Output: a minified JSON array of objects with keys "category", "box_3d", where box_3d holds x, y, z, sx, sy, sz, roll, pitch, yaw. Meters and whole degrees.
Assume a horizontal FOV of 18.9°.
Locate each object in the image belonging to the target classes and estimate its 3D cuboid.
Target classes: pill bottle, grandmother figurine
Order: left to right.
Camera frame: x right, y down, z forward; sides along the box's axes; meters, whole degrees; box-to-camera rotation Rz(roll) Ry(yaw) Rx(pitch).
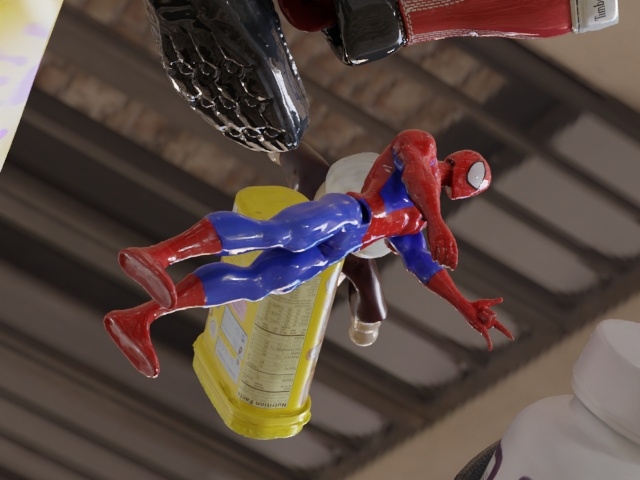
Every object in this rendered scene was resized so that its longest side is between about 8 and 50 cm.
[{"category":"grandmother figurine","box_3d":[0.000,0.000,1.750,0.104,0.208,0.342,-34,178,-21]},{"category":"pill bottle","box_3d":[0.174,0.211,1.280,0.301,0.169,0.169,-65,-161,16]}]

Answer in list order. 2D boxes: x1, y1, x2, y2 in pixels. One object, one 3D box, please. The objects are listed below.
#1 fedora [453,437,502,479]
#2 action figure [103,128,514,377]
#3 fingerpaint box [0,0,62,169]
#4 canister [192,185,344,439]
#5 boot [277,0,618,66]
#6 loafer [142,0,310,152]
[{"category":"fedora","box_3d":[0.273,0.358,1.988,0.152,0.334,0.334,82,22,-59]},{"category":"action figure","box_3d":[0.024,0.020,1.147,0.280,0.139,0.091,-27,151,-38]},{"category":"fingerpaint box","box_3d":[-0.375,-0.114,0.631,0.371,0.445,0.163,50,-45,22]},{"category":"canister","box_3d":[-0.042,0.056,1.559,0.126,0.073,0.170,55,-42,48]},{"category":"boot","box_3d":[0.060,-0.179,1.086,0.176,0.088,0.244,-10,-148,4]},{"category":"loafer","box_3d":[-0.059,-0.140,1.037,0.076,0.223,0.078,2,-132,36]}]
